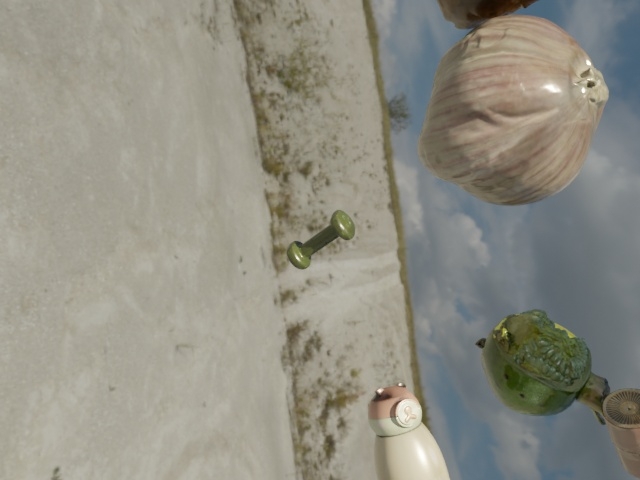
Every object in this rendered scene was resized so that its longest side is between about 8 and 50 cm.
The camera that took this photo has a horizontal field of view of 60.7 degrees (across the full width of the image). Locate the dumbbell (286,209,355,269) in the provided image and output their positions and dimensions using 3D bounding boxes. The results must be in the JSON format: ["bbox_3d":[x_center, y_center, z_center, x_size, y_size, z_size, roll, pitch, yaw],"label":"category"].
[{"bbox_3d":[0.000,0.000,0.864,0.046,0.117,0.052,44,30,-21],"label":"dumbbell"}]

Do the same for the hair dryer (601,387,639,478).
[{"bbox_3d":[0.667,0.462,1.031,0.190,0.106,0.344,60,11,-24],"label":"hair dryer"}]

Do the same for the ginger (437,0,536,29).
[{"bbox_3d":[0.341,-0.451,0.868,0.172,0.320,0.165,69,15,-48],"label":"ginger"}]

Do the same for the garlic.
[{"bbox_3d":[0.303,-0.193,0.852,0.259,0.317,0.318,-18,-101,41],"label":"garlic"}]

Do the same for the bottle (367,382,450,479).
[{"bbox_3d":[0.174,0.424,1.161,0.147,0.147,0.237,130,-56,-81],"label":"bottle"}]

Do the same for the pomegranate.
[{"bbox_3d":[0.544,0.314,1.310,0.340,0.260,0.261,36,-27,21],"label":"pomegranate"}]
